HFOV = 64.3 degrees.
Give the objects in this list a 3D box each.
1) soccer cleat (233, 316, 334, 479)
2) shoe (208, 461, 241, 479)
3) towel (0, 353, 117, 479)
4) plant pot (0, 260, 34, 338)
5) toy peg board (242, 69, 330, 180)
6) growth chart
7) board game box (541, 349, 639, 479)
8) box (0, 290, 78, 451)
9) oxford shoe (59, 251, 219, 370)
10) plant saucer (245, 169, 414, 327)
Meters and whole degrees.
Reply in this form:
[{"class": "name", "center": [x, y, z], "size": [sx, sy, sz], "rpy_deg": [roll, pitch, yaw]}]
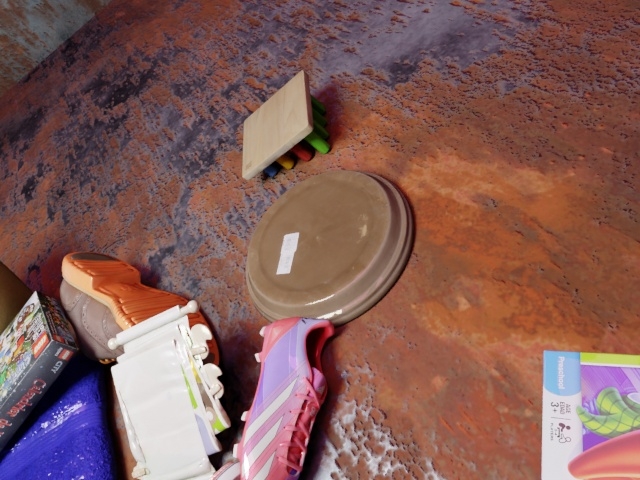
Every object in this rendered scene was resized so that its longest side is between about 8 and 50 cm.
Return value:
[{"class": "soccer cleat", "center": [-0.036, 0.201, 0.596], "size": [0.095, 0.083, 0.248], "rpy_deg": [-11, 49, 20]}, {"class": "shoe", "center": [-0.159, 0.314, 0.596], "size": [0.081, 0.063, 0.178], "rpy_deg": [36, 85, 38]}, {"class": "towel", "center": [-0.404, 0.331, 0.733], "size": [0.227, 0.076, 0.308], "rpy_deg": [-38, 45, 3]}, {"class": "plant pot", "center": [-0.603, 0.133, 0.880], "size": [0.237, 0.254, 0.237], "rpy_deg": [-19, 47, 22]}, {"class": "toy peg board", "center": [-0.058, -0.191, 0.920], "size": [0.160, 0.079, 0.161], "rpy_deg": [-33, 43, 29]}, {"class": "growth chart", "center": [-0.192, 0.207, 0.651], "size": [0.171, 0.021, 0.237], "rpy_deg": [-16, 83, 17]}, {"class": "board game box", "center": [0.279, 0.258, 0.348], "size": [0.233, 0.078, 0.347], "rpy_deg": [-4, 55, 30]}, {"class": "box", "center": [-0.477, 0.212, 0.779], "size": [0.233, 0.044, 0.159], "rpy_deg": [-54, 42, -3]}, {"class": "oxford shoe", "center": [-0.292, 0.142, 0.801], "size": [0.363, 0.130, 0.133], "rpy_deg": [27, 106, 37]}, {"class": "plant saucer", "center": [0.000, 0.000, 0.751], "size": [0.277, 0.041, 0.278], "rpy_deg": [-17, 51, 22]}]
